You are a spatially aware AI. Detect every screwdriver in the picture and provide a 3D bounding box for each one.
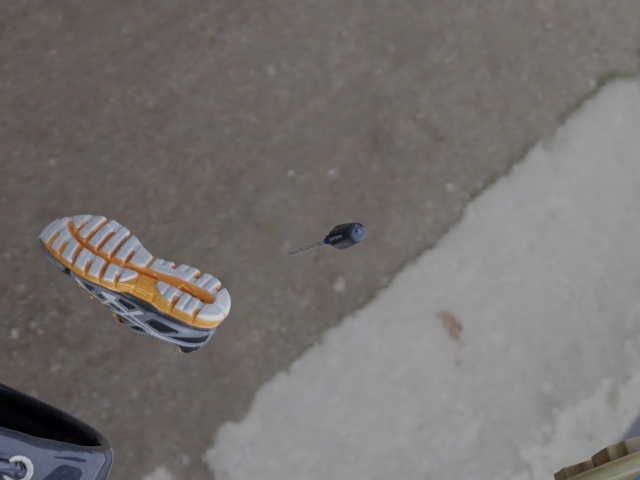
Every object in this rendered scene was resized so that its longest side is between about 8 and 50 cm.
[{"bbox_3d":[0.000,0.000,1.509,0.024,0.170,0.025,-44,105,-22],"label":"screwdriver"}]

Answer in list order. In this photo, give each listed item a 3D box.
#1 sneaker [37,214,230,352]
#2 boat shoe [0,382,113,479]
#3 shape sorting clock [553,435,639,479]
[{"bbox_3d":[-0.200,0.049,1.611,0.215,0.083,0.084,30,44,8],"label":"sneaker"},{"bbox_3d":[-0.325,0.037,0.804,0.500,0.156,0.187,34,5,1],"label":"boat shoe"},{"bbox_3d":[0.200,0.090,0.718,0.206,0.206,0.040,-2,67,-50],"label":"shape sorting clock"}]
